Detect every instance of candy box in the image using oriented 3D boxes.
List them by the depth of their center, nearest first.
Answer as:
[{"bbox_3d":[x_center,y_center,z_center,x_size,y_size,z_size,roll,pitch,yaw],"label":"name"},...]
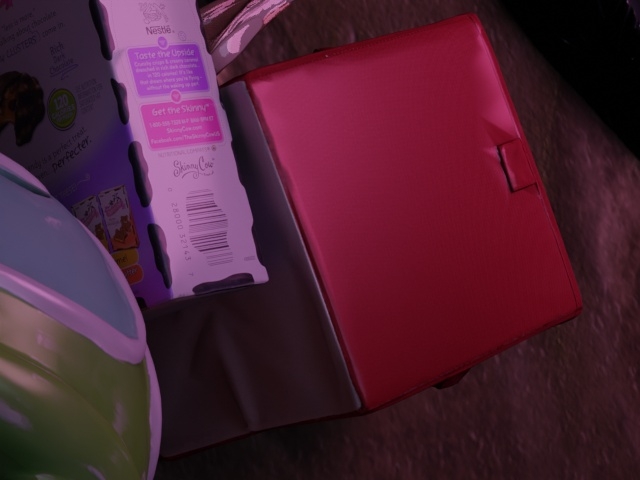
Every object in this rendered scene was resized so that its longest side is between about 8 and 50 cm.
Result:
[{"bbox_3d":[-0.125,-0.051,0.949,0.070,0.165,0.196,-11,85,-44],"label":"candy box"}]

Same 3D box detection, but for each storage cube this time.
[{"bbox_3d":[0.000,0.000,1.036,0.193,0.184,0.215,-20,91,-44],"label":"storage cube"}]

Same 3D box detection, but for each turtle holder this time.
[{"bbox_3d":[-0.228,0.058,0.802,0.320,0.243,0.227,10,47,-9],"label":"turtle holder"}]

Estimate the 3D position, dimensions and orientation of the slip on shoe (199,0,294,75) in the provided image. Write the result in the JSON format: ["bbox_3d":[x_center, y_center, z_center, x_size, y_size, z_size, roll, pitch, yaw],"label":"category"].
[{"bbox_3d":[-0.047,-0.150,1.138,0.041,0.051,0.135,47,56,-7],"label":"slip on shoe"}]

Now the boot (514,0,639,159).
[{"bbox_3d":[0.255,-0.202,1.394,0.246,0.094,0.207,47,54,-30],"label":"boot"}]
